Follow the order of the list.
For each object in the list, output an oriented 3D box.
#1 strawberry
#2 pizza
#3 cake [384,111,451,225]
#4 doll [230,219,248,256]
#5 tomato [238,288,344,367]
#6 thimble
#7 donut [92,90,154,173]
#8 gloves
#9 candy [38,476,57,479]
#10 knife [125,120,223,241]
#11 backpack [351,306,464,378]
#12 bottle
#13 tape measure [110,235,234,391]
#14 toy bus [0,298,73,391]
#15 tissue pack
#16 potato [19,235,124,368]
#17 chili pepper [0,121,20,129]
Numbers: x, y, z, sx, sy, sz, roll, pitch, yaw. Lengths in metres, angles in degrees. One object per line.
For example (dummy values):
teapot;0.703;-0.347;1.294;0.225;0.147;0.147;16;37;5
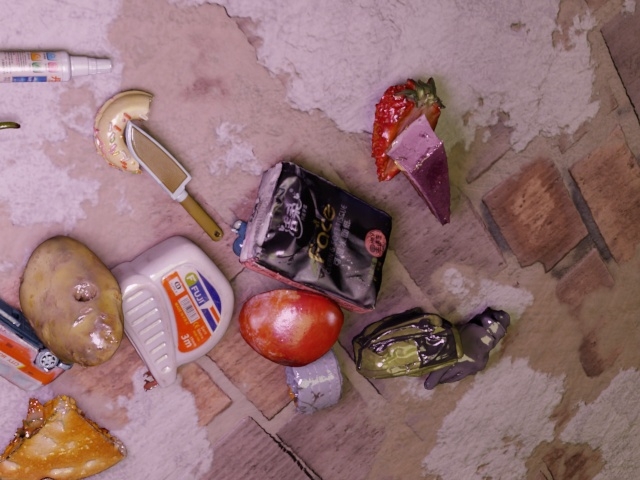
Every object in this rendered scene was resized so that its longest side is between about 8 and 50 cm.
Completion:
strawberry;0.183;-0.252;1.777;0.174;0.098;0.228;-16;134;-36
pizza;-0.546;0.407;1.639;0.289;0.081;0.229;-3;121;-25
cake;0.227;-0.139;1.758;0.112;0.116;0.295;-31;143;-4
doll;-0.162;-0.001;1.718;0.076;0.050;0.083;8;104;-22
tomato;-0.071;0.202;1.702;0.200;0.233;0.140;30;51;-34
thimble;-0.015;0.320;1.830;0.117;0.127;0.151;-13;130;-16
donut;-0.387;-0.214;1.539;0.108;0.065;0.166;9;104;-31
gloves;0.366;0.276;2.016;0.142;0.119;0.285;44;88;3
candy;-0.577;0.623;1.674;0.143;0.101;0.271;20;104;-30
knife;-0.292;-0.117;1.601;0.061;0.027;0.343;-51;133;-14
backpack;0.198;0.247;1.870;0.253;0.207;0.140;-14;96;-12
bottle;-0.500;-0.323;1.460;0.217;0.060;0.060;-6;108;-21
tape measure;-0.316;0.141;1.648;0.265;0.130;0.258;-33;119;-18
toy bus;-0.615;0.190;1.536;0.120;0.121;0.265;-44;119;3
tissue pack;0.000;0.000;1.710;0.332;0.123;0.245;25;66;-28
potato;-0.467;0.123;1.496;0.192;0.296;0.141;-51;145;13
chili pepper;-0.717;-0.109;1.425;0.368;0.092;0.137;-48;137;3
